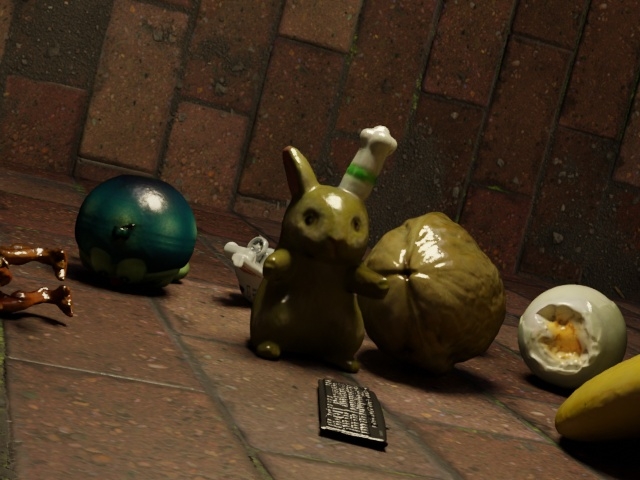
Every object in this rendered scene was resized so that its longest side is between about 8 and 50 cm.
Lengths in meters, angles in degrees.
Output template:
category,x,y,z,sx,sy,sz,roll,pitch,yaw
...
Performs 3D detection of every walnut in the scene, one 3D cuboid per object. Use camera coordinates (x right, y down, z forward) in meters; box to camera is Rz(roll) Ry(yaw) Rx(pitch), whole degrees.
category,x,y,z,sx,sy,sz,roll,pitch,yaw
walnut,0.170,0.083,1.866,0.227,0.283,0.283,-3,0,19

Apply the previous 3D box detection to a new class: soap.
category,x,y,z,sx,sy,sz,roll,pitch,yaw
soap,0.497,0.204,1.678,0.306,0.115,0.427,-23,-13,29

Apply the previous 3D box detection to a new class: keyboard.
category,x,y,z,sx,sy,sz,roll,pitch,yaw
keyboard,0.039,0.210,1.481,0.087,0.017,0.250,13,5,-2

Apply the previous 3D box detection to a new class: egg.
category,x,y,z,sx,sy,sz,roll,pitch,yaw
egg,0.439,0.167,2.071,0.183,0.183,0.217,16,3,19

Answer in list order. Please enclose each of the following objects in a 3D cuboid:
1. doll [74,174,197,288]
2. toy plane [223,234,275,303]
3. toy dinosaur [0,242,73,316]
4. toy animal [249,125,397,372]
category,x,y,z,sx,sy,sz,roll,pitch,yaw
doll,-0.305,-0.017,2.011,0.198,0.186,0.322,14,3,-2
toy plane,-0.065,0.077,2.072,0.244,0.117,0.245,25,-8,4
toy dinosaur,-0.425,0.048,1.556,0.208,0.097,0.432,3,5,-15
toy animal,0.001,0.014,1.729,0.181,0.363,0.180,9,22,-14
